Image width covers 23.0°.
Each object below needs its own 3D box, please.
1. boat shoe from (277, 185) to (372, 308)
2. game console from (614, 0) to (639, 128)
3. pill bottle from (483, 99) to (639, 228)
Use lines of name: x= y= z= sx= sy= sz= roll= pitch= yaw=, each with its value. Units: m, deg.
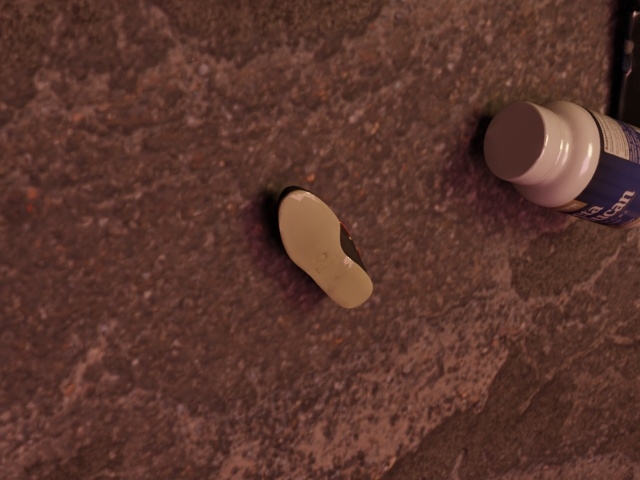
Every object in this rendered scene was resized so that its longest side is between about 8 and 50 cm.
boat shoe: x=-0.002 y=0.001 z=1.275 sx=0.049 sy=0.042 sz=0.133 roll=-33 pitch=131 yaw=4
game console: x=0.427 y=-0.207 z=1.438 sx=0.293 sy=0.250 sz=0.173 roll=-22 pitch=97 yaw=-30
pill bottle: x=0.223 y=-0.069 z=1.384 sx=0.169 sy=0.094 sz=0.094 roll=14 pitch=102 yaw=-42
